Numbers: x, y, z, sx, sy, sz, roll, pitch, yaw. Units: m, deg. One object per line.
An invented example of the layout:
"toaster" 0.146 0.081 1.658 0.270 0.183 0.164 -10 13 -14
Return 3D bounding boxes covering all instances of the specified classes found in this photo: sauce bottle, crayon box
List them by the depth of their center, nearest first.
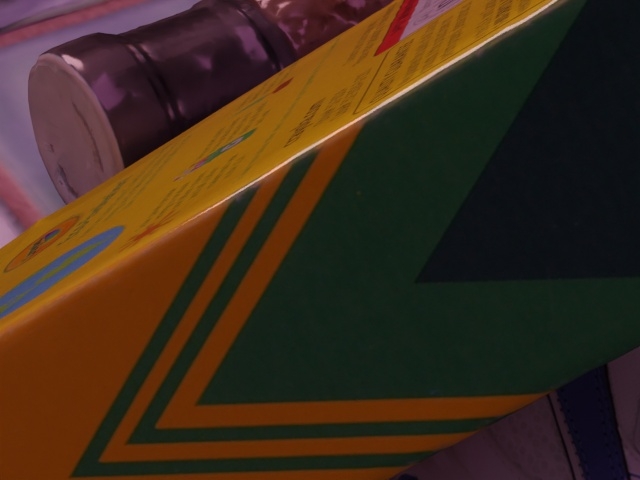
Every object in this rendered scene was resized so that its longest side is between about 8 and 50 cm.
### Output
"crayon box" 0.000 0.000 0.482 0.318 0.081 0.202 -30 11 16
"sauce bottle" 0.051 -0.094 0.694 0.344 0.111 0.111 -25 54 -30

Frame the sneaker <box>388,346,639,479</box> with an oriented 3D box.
"sneaker" 0.153 0.116 0.449 0.296 0.131 0.112 38 9 12
